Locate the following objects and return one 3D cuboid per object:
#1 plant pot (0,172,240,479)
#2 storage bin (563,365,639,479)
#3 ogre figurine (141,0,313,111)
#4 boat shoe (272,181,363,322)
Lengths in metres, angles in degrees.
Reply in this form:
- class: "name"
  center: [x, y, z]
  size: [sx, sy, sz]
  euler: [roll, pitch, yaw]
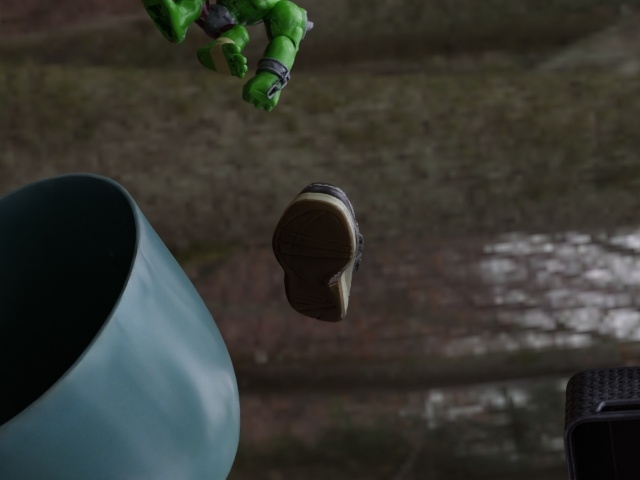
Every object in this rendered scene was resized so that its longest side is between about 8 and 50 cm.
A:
- class: "plant pot"
  center: [-0.205, 0.130, 1.479]
  size: [0.235, 0.293, 0.293]
  euler: [51, 9, -35]
- class: "storage bin"
  center: [0.279, 0.205, 1.528]
  size: [0.084, 0.122, 0.180]
  euler: [-72, 154, -62]
- class: "ogre figurine"
  center: [-0.093, -0.228, 1.744]
  size: [0.197, 0.118, 0.097]
  euler: [31, -35, 19]
- class: "boat shoe"
  center: [0.000, 0.000, 1.161]
  size: [0.152, 0.056, 0.049]
  euler: [96, 9, -61]
